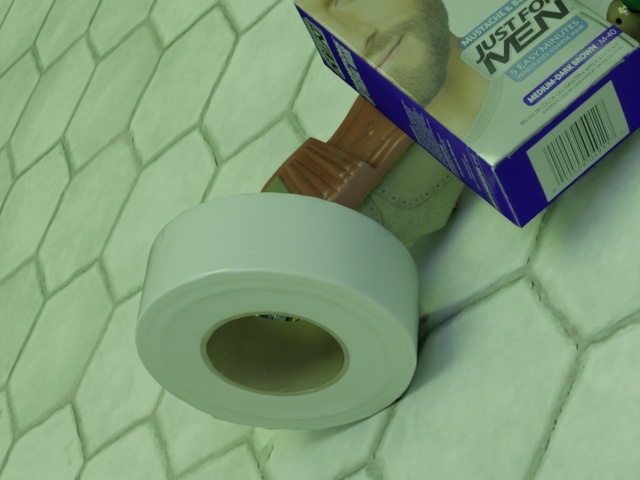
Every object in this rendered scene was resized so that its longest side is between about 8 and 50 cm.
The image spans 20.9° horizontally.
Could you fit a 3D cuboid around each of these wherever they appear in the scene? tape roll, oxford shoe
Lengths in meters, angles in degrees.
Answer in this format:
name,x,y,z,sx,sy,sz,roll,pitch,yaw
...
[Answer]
name,x,y,z,sx,sy,sz,roll,pitch,yaw
tape roll,-0.042,0.078,1.752,0.286,0.286,0.100,-34,38,40
oxford shoe,0.109,-0.102,1.838,0.397,0.146,0.140,-40,36,-5

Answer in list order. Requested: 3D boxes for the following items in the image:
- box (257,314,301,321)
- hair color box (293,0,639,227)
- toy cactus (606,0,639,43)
name,x,y,z,sx,sy,sz,roll,pitch,yaw
box,0.000,0.000,2.001,0.220,0.051,0.175,-53,28,13
hair color box,0.146,-0.183,1.703,0.185,0.110,0.339,-40,48,-8
toy cactus,0.300,-0.235,1.634,0.112,0.219,0.180,-48,-14,-9
